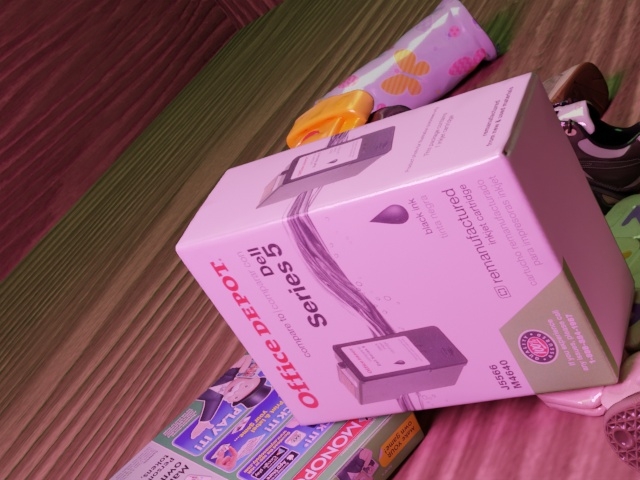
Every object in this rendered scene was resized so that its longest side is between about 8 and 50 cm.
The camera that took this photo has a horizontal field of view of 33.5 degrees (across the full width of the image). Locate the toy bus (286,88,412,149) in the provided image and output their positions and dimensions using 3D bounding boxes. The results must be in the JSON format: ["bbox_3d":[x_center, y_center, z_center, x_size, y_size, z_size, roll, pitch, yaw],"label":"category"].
[{"bbox_3d":[0.038,0.004,0.991,0.149,0.220,0.211,-16,35,57],"label":"toy bus"}]

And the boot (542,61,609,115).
[{"bbox_3d":[0.197,-0.107,1.155,0.213,0.077,0.165,-44,19,-31],"label":"boot"}]

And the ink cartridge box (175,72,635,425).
[{"bbox_3d":[0.063,0.019,0.787,0.273,0.198,0.115,-15,30,33],"label":"ink cartridge box"}]

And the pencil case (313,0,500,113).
[{"bbox_3d":[0.121,-0.231,1.537,0.273,0.113,0.124,-38,-1,2],"label":"pencil case"}]

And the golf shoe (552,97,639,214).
[{"bbox_3d":[0.195,-0.094,0.938,0.077,0.198,0.094,-77,1,-50],"label":"golf shoe"}]

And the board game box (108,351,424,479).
[{"bbox_3d":[-0.094,0.223,0.858,0.317,0.046,0.213,-42,32,-27],"label":"board game box"}]

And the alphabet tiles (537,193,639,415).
[{"bbox_3d":[0.279,0.023,0.777,0.284,0.021,0.278,-46,19,-21],"label":"alphabet tiles"}]

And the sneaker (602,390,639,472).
[{"bbox_3d":[0.258,0.095,0.608,0.188,0.066,0.071,-15,12,40],"label":"sneaker"}]
